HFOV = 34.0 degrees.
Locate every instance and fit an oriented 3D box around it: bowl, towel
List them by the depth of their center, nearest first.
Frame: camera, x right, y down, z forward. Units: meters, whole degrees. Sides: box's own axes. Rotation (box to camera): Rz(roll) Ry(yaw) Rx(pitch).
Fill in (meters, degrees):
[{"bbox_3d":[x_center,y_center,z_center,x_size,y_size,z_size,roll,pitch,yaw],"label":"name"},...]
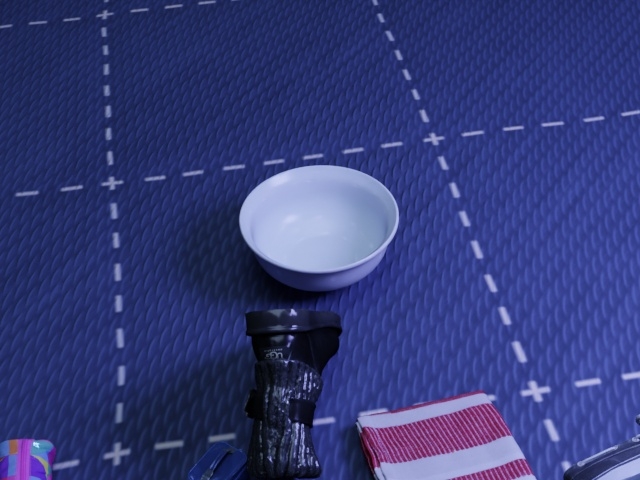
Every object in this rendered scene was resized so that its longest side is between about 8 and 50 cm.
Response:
[{"bbox_3d":[0.204,0.359,1.594,0.237,0.037,0.329,-10,35,-10],"label":"towel"},{"bbox_3d":[0.000,0.000,1.957,0.297,0.134,0.298,-2,42,2],"label":"bowl"}]

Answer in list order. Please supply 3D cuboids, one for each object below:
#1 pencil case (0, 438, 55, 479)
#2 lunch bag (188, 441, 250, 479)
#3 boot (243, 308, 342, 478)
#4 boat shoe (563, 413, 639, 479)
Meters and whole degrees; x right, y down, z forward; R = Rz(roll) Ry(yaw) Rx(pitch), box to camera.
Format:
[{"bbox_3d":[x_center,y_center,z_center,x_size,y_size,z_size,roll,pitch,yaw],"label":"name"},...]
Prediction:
[{"bbox_3d":[-0.447,0.406,1.568,0.104,0.104,0.236,-9,42,-7],"label":"pencil case"},{"bbox_3d":[-0.154,0.361,1.622,0.067,0.065,0.098,22,49,25],"label":"lunch bag"},{"bbox_3d":[-0.042,0.247,1.678,0.131,0.348,0.260,-7,82,14],"label":"boot"},{"bbox_3d":[0.519,0.326,1.592,0.306,0.113,0.105,-26,33,-4],"label":"boat shoe"}]
